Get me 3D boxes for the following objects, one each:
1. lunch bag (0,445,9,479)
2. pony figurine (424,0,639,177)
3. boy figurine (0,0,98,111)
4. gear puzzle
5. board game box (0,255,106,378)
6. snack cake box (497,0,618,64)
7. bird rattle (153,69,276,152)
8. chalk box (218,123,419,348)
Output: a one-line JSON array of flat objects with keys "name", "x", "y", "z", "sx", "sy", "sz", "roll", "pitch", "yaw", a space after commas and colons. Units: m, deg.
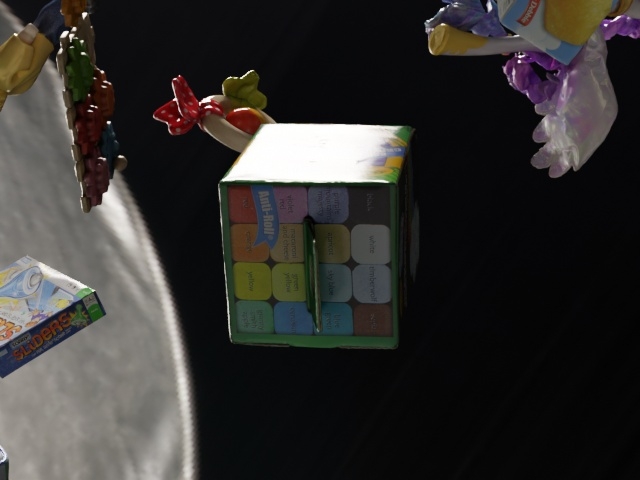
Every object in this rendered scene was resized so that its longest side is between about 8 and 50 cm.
[{"name": "lunch bag", "x": -0.635, "y": 0.368, "z": 2.135, "sx": 0.303, "sy": 0.115, "sz": 0.243, "roll": -16, "pitch": 28, "yaw": -35}, {"name": "pony figurine", "x": 0.327, "y": -0.293, "z": 1.894, "sx": 0.364, "sy": 0.351, "sz": 0.302, "roll": 8, "pitch": 60, "yaw": -31}, {"name": "boy figurine", "x": -0.459, "y": -0.282, "z": 2.113, "sx": 0.092, "sy": 0.285, "sz": 0.177, "roll": 45, "pitch": -6, "yaw": -7}, {"name": "gear puzzle", "x": -0.311, "y": -0.220, "z": 1.903, "sx": 0.044, "sy": 0.338, "sz": 0.175, "roll": -1, "pitch": 30, "yaw": 6}, {"name": "board game box", "x": -0.347, "y": 0.083, "z": 1.584, "sx": 0.201, "sy": 0.136, "sz": 0.035, "roll": 18, "pitch": -45, "yaw": 54}, {"name": "snack cake box", "x": 0.284, "y": -0.323, "z": 1.385, "sx": 0.089, "sy": 0.264, "sz": 0.152, "roll": 30, "pitch": 27, "yaw": -11}, {"name": "bird rattle", "x": -0.160, "y": -0.224, "z": 2.509, "sx": 0.207, "sy": 0.143, "sz": 0.253, "roll": 36, "pitch": 17, "yaw": 20}, {"name": "chalk box", "x": 0.000, "y": 0.000, "z": 1.429, "sx": 0.179, "sy": 0.180, "sz": 0.289, "roll": 1, "pitch": 19, "yaw": 9}]
